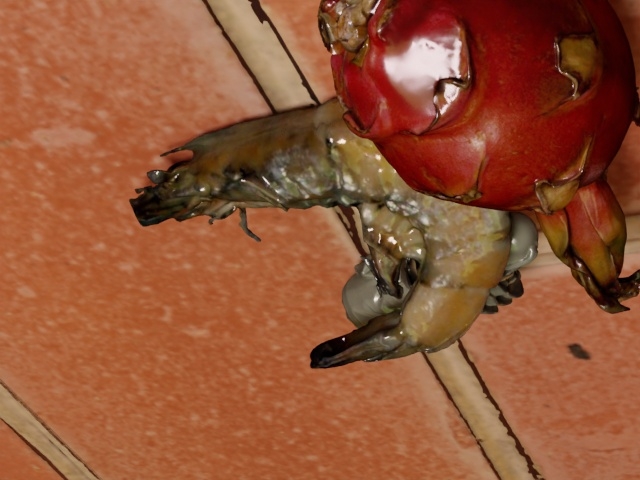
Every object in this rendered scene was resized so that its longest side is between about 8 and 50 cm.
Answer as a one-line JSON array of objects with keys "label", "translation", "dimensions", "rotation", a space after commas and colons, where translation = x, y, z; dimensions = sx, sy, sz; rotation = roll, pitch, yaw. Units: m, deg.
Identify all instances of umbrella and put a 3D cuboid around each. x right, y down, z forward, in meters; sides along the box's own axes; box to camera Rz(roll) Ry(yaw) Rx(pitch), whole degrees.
[{"label": "umbrella", "translation": [0.067, 0.018, 0.813], "dimensions": [0.143, 0.062, 0.067], "rotation": [-27, 98, 45]}]

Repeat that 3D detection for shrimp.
[{"label": "shrimp", "translation": [0.000, 0.000, 0.775], "dimensions": [0.217, 0.051, 0.150], "rotation": [-5, 112, 26]}]

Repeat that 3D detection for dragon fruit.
[{"label": "dragon fruit", "translation": [0.093, -0.049, 0.663], "dimensions": [0.125, 0.125, 0.246], "rotation": [-33, 122, 6]}]
